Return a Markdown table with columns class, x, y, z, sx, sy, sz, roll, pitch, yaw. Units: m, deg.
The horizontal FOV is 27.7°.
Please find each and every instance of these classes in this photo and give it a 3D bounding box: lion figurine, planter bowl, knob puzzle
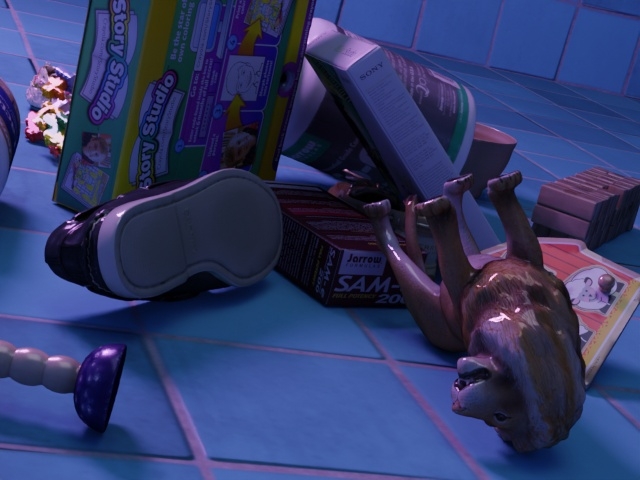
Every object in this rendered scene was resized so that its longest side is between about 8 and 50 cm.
| class | x | y | z | sx | sy | sz | roll | pitch | yaw |
| --- | --- | --- | --- | --- | --- | --- | --- | --- | --- |
| lion figurine | 0.155 | 0.061 | 1.298 | 0.142 | 0.240 | 0.392 | -19 | 5 | -2 |
| planter bowl | 0.233 | -0.134 | 2.144 | 0.162 | 0.109 | 0.162 | 13 | 16 | -4 |
| knob puzzle | 0.246 | 0.057 | 1.439 | 0.213 | 0.030 | 0.213 | -1 | 49 | 2 |

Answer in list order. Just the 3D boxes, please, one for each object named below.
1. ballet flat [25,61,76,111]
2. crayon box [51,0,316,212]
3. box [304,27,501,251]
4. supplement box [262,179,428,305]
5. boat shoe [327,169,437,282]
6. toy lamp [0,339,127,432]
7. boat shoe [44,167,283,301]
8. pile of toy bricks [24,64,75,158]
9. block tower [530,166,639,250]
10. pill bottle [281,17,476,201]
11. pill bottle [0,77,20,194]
| class | x | y | z | sx | sy | sz | roll | pitch | yaw |
| --- | --- | --- | --- | --- | --- | --- | --- | --- | --- |
| ballet flat | -0.330 | -0.205 | 1.937 | 0.240 | 0.077 | 0.091 | 18 | 15 | 9 |
| crayon box | -0.154 | -0.213 | 1.590 | 0.106 | 0.363 | 0.313 | 23 | 17 | 31 |
| box | 0.103 | -0.117 | 1.664 | 0.058 | 0.322 | 0.232 | -34 | 19 | -4 |
| supplement box | 0.000 | 0.000 | 1.531 | 0.130 | 0.073 | 0.239 | 3 | 19 | -36 |
| boat shoe | 0.083 | -0.030 | 1.678 | 0.104 | 0.089 | 0.285 | 7 | 17 | -26 |
| toy lamp | -0.289 | 0.078 | 0.991 | 0.274 | 0.080 | 0.080 | 15 | 15 | -5 |
| boat shoe | -0.153 | 0.000 | 1.319 | 0.113 | 0.127 | 0.340 | -4 | 9 | 26 |
| pile of toy bricks | -0.324 | -0.145 | 1.725 | 0.212 | 0.118 | 0.105 | 33 | 55 | 27 |
| block tower | 0.428 | -0.051 | 2.067 | 0.097 | 0.091 | 0.335 | 22 | 17 | 24 |
| pill bottle | 0.029 | -0.199 | 1.890 | 0.361 | 0.204 | 0.204 | 21 | 12 | -22 |
| pill bottle | -0.399 | -0.096 | 1.357 | 0.153 | 0.153 | 0.265 | 11 | 17 | -13 |
